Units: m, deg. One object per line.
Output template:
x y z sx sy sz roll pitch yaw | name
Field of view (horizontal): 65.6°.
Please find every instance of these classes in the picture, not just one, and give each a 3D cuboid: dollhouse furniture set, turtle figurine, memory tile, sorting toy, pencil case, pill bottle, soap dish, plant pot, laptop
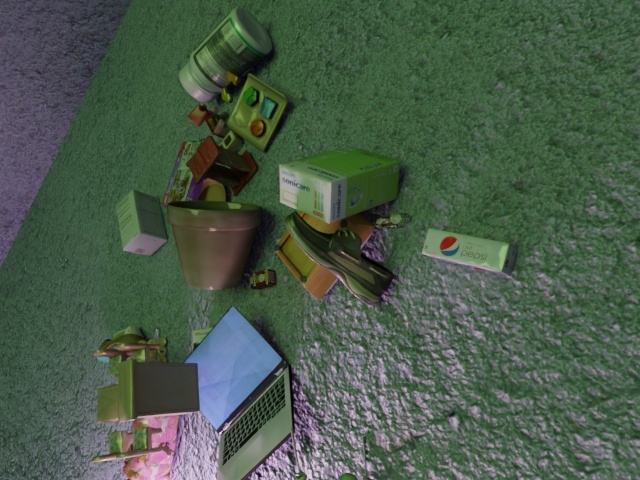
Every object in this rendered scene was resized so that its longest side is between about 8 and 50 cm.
-0.414 -0.363 1.901 0.152 0.201 0.374 -46 54 22 | dollhouse furniture set
0.036 0.659 1.293 0.275 0.198 0.266 38 119 49 | turtle figurine
-0.661 0.460 1.953 0.012 0.113 0.147 115 149 -67 | memory tile
-0.276 -0.500 1.856 0.307 0.041 0.228 38 114 23 | sorting toy
-0.606 0.672 1.805 0.160 0.167 0.385 -8 72 49 | pencil case
-0.383 -0.722 1.969 0.361 0.204 0.204 -32 60 29 | pill bottle
0.000 0.000 1.521 0.290 0.118 0.229 -54 52 16 | soap dish
-0.447 -0.134 1.977 0.237 0.032 0.236 -12 71 37 | plant pot
-0.626 0.508 1.605 0.395 0.257 0.361 -20 67 29 | dollhouse furniture set
-0.370 0.013 1.727 0.323 0.323 0.280 13 103 41 | plant pot
-0.292 0.498 1.535 0.382 0.236 0.407 -49 23 19 | laptop

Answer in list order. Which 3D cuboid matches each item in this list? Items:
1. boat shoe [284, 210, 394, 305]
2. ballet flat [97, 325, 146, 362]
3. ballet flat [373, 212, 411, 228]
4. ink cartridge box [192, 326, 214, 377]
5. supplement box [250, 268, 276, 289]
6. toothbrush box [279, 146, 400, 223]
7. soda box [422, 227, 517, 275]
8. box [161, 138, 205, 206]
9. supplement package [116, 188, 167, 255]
0.057 0.027 1.365 0.130 0.355 0.132 -48 17 5 | boat shoe
-0.826 0.431 2.100 0.343 0.116 0.124 -22 46 37 | ballet flat
0.202 -0.057 1.424 0.115 0.041 0.041 -11 72 37 | ballet flat
-0.391 0.400 1.760 0.128 0.072 0.174 -15 70 36 | ink cartridge box
-0.196 0.133 1.693 0.083 0.043 0.054 -18 69 35 | supplement box
0.056 -0.166 1.403 0.206 0.283 0.122 25 124 40 | toothbrush box
0.370 0.027 1.245 0.216 0.069 0.073 14 87 40 | soda box
-0.546 -0.270 2.048 0.201 0.057 0.293 7 78 47 | box
-0.780 -0.077 2.162 0.134 0.139 0.243 -37 56 25 | supplement package
